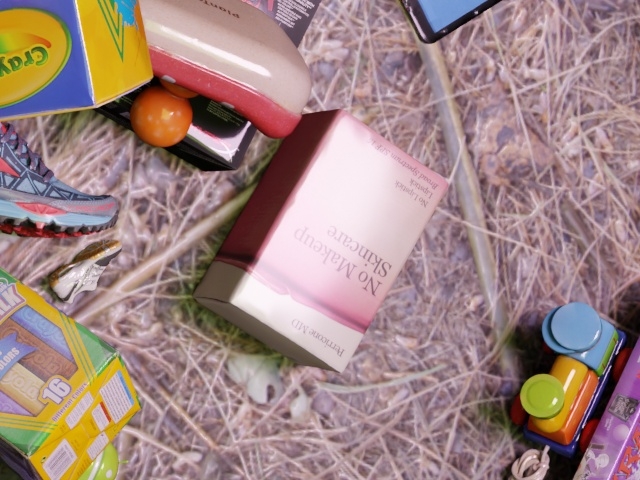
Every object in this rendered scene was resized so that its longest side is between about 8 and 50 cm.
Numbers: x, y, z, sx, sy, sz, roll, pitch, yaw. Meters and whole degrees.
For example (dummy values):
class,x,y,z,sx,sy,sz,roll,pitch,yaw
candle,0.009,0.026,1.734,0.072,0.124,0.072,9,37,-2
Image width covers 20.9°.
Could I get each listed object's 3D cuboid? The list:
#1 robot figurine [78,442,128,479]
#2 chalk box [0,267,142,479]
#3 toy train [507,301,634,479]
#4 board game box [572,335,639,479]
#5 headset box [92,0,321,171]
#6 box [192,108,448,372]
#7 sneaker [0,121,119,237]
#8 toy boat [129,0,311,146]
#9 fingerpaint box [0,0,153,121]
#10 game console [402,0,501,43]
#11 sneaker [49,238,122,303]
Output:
class,x,y,z,sx,sy,sz,roll,pitch,yaw
robot figurine,-0.252,0.216,1.723,0.115,0.067,0.101,25,110,-19
chalk box,-0.298,0.123,1.646,0.213,0.132,0.132,34,70,20
toy train,0.246,0.188,1.863,0.105,0.143,0.248,23,80,23
board game box,0.367,0.234,1.925,0.208,0.056,0.346,36,77,-46
headset box,-0.125,-0.246,1.743,0.218,0.110,0.293,28,81,-20
box,0.000,0.000,1.787,0.149,0.127,0.232,33,79,-19
sneaker,-0.314,-0.075,1.677,0.262,0.104,0.125,13,84,-21
toy boat,-0.127,-0.154,1.628,0.231,0.151,0.151,22,114,-20
fingerpaint box,-0.404,-0.272,1.469,0.445,0.163,0.371,-6,102,14
game console,0.154,-0.301,1.869,0.144,0.124,0.085,-34,76,-18
sneaker,-0.233,0.031,1.752,0.083,0.032,0.037,-35,116,-13
